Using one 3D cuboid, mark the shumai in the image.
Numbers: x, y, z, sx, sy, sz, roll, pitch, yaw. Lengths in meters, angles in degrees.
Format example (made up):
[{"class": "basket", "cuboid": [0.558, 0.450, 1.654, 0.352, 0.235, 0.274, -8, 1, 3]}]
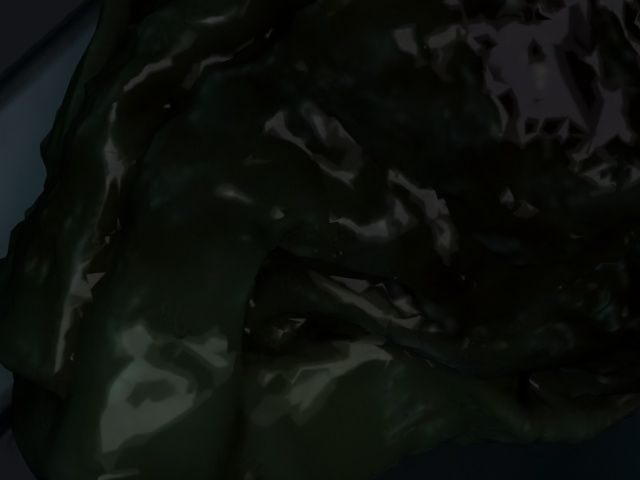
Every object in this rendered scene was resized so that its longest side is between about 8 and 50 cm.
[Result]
[{"class": "shumai", "cuboid": [0.000, 0.000, 0.630, 0.348, 0.395, 0.395, -44, 100, -16]}]
